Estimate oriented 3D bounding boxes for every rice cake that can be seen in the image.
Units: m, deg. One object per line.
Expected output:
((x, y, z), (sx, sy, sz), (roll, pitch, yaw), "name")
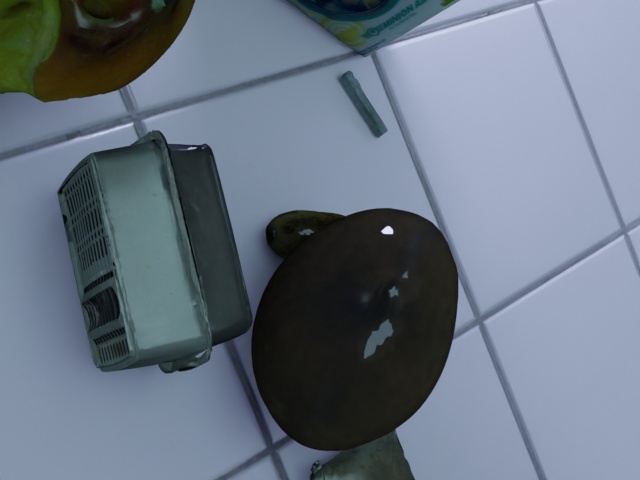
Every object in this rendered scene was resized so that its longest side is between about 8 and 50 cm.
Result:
((0.071, -0.224, 1.735), (0.121, 0.021, 0.022), (56, 40, -12), "rice cake")

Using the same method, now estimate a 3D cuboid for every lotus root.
((0.000, 0.000, 1.574), (0.179, 0.080, 0.089), (7, 74, -36), "lotus root")

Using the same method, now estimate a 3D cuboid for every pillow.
((0.103, 0.417, 1.546), (0.185, 0.074, 0.303), (-33, 100, -42), "pillow")

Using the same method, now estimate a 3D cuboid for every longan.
((0.046, 0.116, 1.438), (0.288, 0.288, 0.350), (30, 87, -30), "longan")

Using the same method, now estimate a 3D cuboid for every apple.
((-0.320, -0.314, 1.199), (0.374, 0.374, 0.384), (50, 61, -18), "apple")

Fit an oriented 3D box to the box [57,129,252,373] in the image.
((-0.207, 0.022, 1.310), (0.166, 0.220, 0.291), (-11, 85, -27), "box")

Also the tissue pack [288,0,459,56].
((0.035, -0.477, 1.605), (0.388, 0.287, 0.162), (30, 55, -30), "tissue pack")
